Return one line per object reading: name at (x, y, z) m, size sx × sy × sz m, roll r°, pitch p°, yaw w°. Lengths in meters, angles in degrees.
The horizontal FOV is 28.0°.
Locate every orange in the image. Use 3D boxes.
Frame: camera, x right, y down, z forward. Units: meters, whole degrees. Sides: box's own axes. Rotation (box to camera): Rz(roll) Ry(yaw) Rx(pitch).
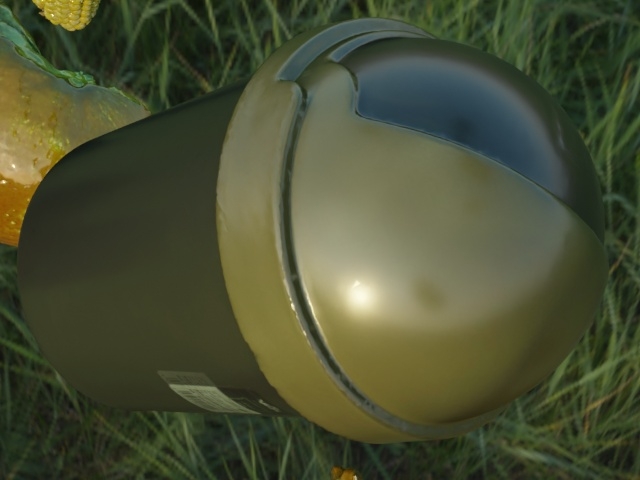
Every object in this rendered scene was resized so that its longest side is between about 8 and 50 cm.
orange at (-0.248, -0.084, 1.063) m, size 0.237 × 0.179 × 0.158 m, roll 37°, pitch 50°, yaw -14°

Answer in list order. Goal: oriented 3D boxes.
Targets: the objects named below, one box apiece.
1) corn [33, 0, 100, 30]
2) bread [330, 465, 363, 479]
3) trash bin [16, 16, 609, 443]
corn at (-0.250, -0.328, 1.300) m, size 0.081 × 0.248 × 0.081 m, roll 10°, pitch 41°, yaw -8°
bread at (-0.025, 0.301, 0.648) m, size 0.194 × 0.179 × 0.340 m, roll -15°, pitch 37°, yaw 22°
trash bin at (0.000, 0.000, 0.680) m, size 0.214 × 0.334 × 0.214 m, roll 7°, pitch 79°, yaw -40°
